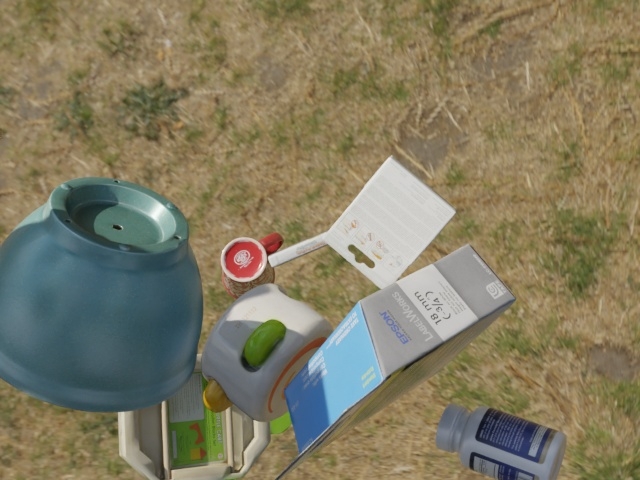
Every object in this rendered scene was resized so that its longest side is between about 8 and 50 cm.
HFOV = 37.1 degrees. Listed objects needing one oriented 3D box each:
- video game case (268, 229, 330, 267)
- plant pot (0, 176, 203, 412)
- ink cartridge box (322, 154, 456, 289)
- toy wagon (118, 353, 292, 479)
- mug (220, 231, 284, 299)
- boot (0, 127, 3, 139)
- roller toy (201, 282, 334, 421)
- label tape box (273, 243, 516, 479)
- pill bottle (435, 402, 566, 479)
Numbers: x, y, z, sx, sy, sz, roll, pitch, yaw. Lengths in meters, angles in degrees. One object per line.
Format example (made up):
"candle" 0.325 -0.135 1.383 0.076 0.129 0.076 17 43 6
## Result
"video game case" 0.000 0.000 1.832 0.206 0.227 0.026 -23 91 -1
"plant pot" -0.273 0.044 1.199 0.293 0.293 0.196 33 119 22
"ink cartridge box" 0.115 -0.027 1.578 0.145 0.045 0.179 40 103 -1
"toy wagon" -0.181 0.312 1.673 0.344 0.068 0.267 0 82 -28
"mug" -0.146 0.039 1.936 0.113 0.169 0.150 15 78 3
"boot" -0.500 -0.256 1.278 0.095 0.262 0.203 9 71 37
"roller toy" -0.087 0.173 1.494 0.146 0.191 0.209 35 125 23
"label tape box" 0.066 0.156 1.232 0.106 0.333 0.241 52 138 15
"pill bottle" 0.254 0.290 1.353 0.169 0.094 0.094 17 82 24
